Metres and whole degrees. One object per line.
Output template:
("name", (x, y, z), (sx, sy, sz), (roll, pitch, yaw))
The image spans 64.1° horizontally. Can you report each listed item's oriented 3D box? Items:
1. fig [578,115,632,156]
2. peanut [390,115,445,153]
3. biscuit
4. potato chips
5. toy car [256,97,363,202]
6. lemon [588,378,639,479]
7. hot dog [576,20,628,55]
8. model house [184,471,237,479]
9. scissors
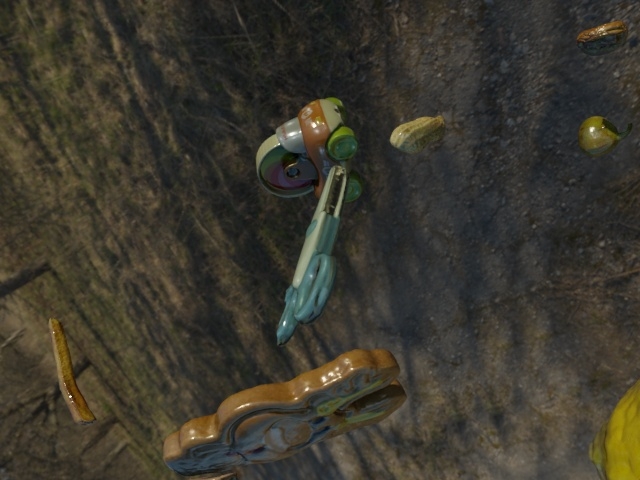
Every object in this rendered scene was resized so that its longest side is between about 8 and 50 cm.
("fig", (0.613, -0.223, 1.109), (0.098, 0.084, 0.082), (13, 152, 44))
("peanut", (0.289, -0.307, 1.482), (0.083, 0.194, 0.093), (-9, 100, 67))
("biscuit", (-0.038, 0.219, 0.614), (0.186, 0.295, 0.044), (67, -179, -48))
("potato chips", (-0.409, 0.213, 0.829), (0.037, 0.026, 0.204), (-51, 57, 25))
("toy car", (-0.032, -0.176, 1.086), (0.235, 0.235, 0.145), (94, 167, -46))
("lemon", (0.412, 0.185, 0.369), (0.387, 0.350, 0.350), (-7, 116, 42))
("hot dog", (0.519, -0.373, 0.944), (0.083, 0.035, 0.058), (-5, 146, 38))
("model house", (-0.200, 0.548, 0.922), (0.244, 0.169, 0.326), (-106, 8, -53))
("scissors", (0.000, 0.000, 0.673), (0.041, 0.289, 0.138), (25, 140, -12))
